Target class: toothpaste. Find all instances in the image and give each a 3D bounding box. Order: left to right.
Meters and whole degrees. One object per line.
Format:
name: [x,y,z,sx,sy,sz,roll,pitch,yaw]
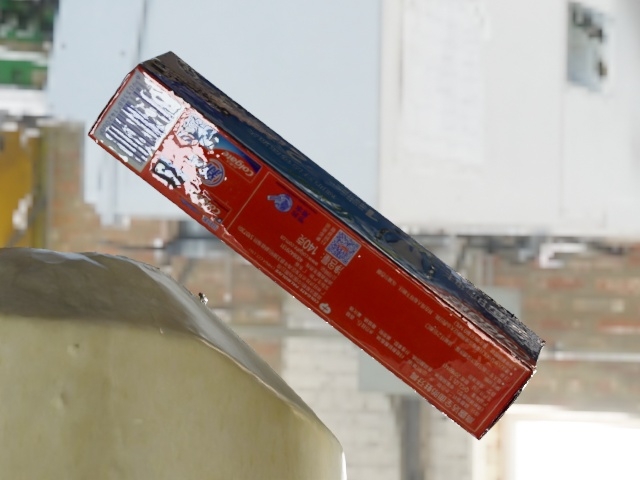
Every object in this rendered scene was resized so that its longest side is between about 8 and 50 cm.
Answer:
toothpaste: [0.000,0.000,1.129,0.320,0.066,0.076,39,-162,2]

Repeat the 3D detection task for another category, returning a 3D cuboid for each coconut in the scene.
coconut: [-0.129,0.167,0.724,0.322,0.323,0.323,1,180,0]
